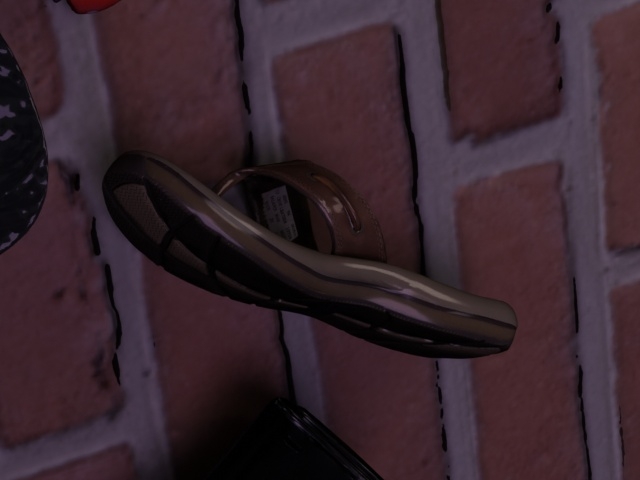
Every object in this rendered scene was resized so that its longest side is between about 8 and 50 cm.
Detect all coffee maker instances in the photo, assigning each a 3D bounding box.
[{"bbox_3d":[-0.038,0.191,1.075,0.120,0.171,0.178,41,90,-15],"label":"coffee maker"}]

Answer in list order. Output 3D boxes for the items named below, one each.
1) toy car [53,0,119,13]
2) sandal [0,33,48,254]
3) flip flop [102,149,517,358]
[{"bbox_3d":[-0.187,-0.217,0.903,0.225,0.053,0.239,-7,114,-21],"label":"toy car"},{"bbox_3d":[-0.291,-0.144,0.794,0.167,0.107,0.446,-46,108,-13],"label":"sandal"},{"bbox_3d":[0.000,0.000,1.058,0.277,0.112,0.080,20,77,-27],"label":"flip flop"}]
